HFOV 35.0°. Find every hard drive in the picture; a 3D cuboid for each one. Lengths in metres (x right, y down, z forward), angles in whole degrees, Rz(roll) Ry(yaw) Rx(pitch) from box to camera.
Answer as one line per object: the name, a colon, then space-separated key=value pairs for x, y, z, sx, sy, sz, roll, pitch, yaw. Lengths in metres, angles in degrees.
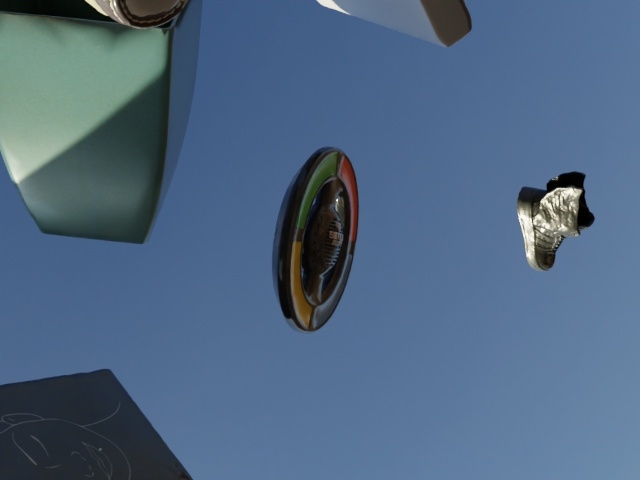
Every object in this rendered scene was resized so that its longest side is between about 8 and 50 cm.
hard drive: x=0.027 y=-0.352 z=1.147 sx=0.047 sy=0.353 sz=0.233 roll=-35 pitch=-62 yaw=-7

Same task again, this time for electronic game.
electronic game: x=0.000 y=0.000 z=1.234 sx=0.229 sy=0.048 sz=0.229 roll=9 pitch=-90 yaw=-69

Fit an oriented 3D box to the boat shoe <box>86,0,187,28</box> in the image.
boat shoe: x=-0.064 y=-0.216 z=0.532 sx=0.102 sy=0.092 sz=0.285 roll=-21 pitch=-28 yaw=-41

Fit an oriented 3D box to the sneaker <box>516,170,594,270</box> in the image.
sneaker: x=0.297 y=-0.018 z=1.255 sx=0.051 sy=0.089 sz=0.170 roll=-62 pitch=-37 yaw=-34

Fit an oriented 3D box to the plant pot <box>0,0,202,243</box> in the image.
plant pot: x=-0.200 y=-0.124 z=0.933 sx=0.165 sy=0.165 sz=0.234 roll=-82 pitch=-3 yaw=-56

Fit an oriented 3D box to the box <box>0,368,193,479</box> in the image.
box: x=-0.358 y=0.438 z=1.215 sx=0.297 sy=0.480 sz=0.471 roll=-51 pitch=-24 yaw=19
